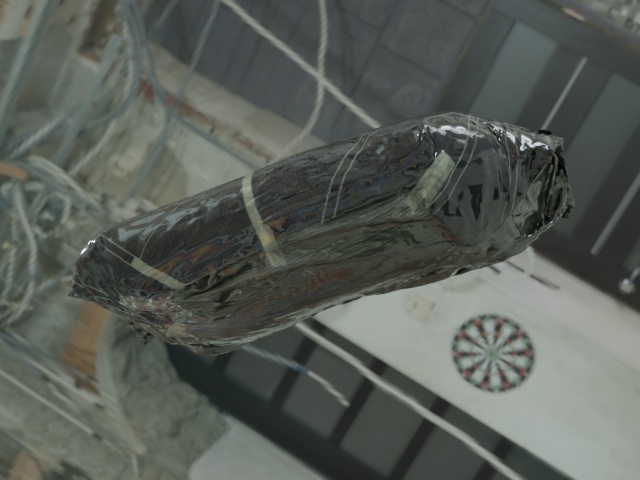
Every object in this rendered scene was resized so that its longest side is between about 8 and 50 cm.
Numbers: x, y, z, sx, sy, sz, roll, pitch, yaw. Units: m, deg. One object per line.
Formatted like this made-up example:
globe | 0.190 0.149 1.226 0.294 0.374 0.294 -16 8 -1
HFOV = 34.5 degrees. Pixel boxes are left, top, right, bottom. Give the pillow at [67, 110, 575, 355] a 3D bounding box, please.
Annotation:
pillow | 0.000 0.000 0.678 0.335 0.092 0.161 -20 -24 16

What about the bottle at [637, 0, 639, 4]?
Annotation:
bottle | 0.294 -0.225 0.882 0.060 0.164 0.060 -31 40 31
